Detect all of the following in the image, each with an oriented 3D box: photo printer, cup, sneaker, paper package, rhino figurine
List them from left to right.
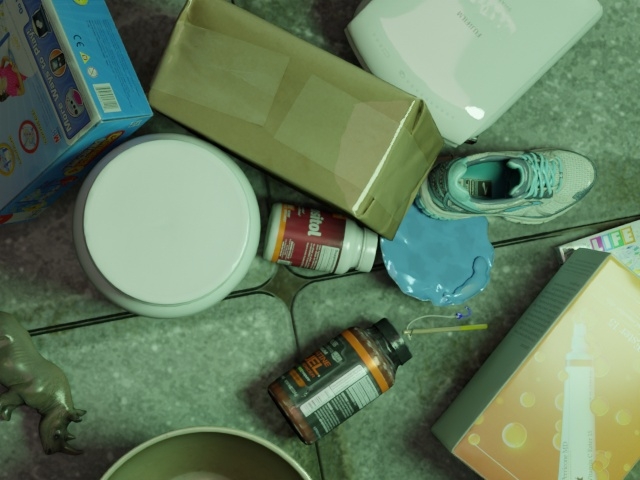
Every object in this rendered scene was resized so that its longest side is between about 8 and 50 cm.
[{"bbox_3d":[-0.406,0.202,1.854,0.106,0.073,0.243,-40,94,-4],"label":"rhino figurine"},{"bbox_3d":[-0.158,0.401,1.791,0.331,0.237,0.331,0,88,-7],"label":"cup"},{"bbox_3d":[-0.024,-0.156,1.769,0.325,0.309,0.168,28,90,12],"label":"paper package"},{"bbox_3d":[0.205,-0.304,1.896,0.307,0.107,0.256,-44,93,-7],"label":"photo printer"},{"bbox_3d":[0.280,-0.078,1.910,0.283,0.122,0.110,-8,86,-22],"label":"sneaker"}]

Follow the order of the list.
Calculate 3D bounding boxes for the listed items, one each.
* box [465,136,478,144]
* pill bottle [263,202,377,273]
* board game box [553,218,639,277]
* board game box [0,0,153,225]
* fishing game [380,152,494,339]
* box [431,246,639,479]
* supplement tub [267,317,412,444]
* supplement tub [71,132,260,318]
[{"bbox_3d":[0.196,-0.254,1.966,0.114,0.036,0.207,14,86,-6],"label":"box"},{"bbox_3d":[0.000,0.000,1.906,0.152,0.086,0.086,10,86,-7],"label":"pill bottle"},{"bbox_3d":[0.432,0.035,1.985,0.154,0.026,0.103,-18,89,-7],"label":"board game box"},{"bbox_3d":[-0.385,-0.219,1.745,0.086,0.302,0.308,-12,75,-47],"label":"board game box"},{"bbox_3d":[0.165,0.006,1.934,0.189,0.041,0.264,-7,79,-25],"label":"fishing game"},{"bbox_3d":[0.353,0.210,1.880,0.215,0.168,0.345,39,89,-5],"label":"box"},{"bbox_3d":[0.031,0.191,1.891,0.198,0.106,0.106,-35,92,-8],"label":"supplement tub"},{"bbox_3d":[-0.201,-0.015,1.761,0.235,0.325,0.235,0,87,-7],"label":"supplement tub"}]
